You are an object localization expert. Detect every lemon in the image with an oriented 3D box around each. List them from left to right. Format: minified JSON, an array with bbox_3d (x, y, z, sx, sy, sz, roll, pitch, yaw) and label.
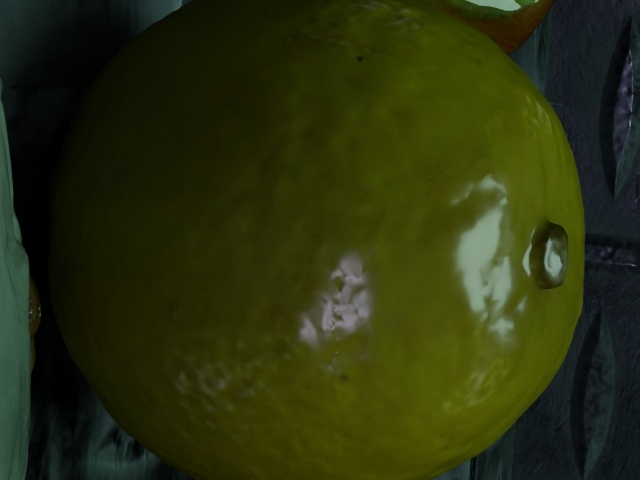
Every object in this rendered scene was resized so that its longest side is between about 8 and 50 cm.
[{"bbox_3d":[0.000,0.000,1.038,0.348,0.348,0.347,7,90,-74],"label":"lemon"}]

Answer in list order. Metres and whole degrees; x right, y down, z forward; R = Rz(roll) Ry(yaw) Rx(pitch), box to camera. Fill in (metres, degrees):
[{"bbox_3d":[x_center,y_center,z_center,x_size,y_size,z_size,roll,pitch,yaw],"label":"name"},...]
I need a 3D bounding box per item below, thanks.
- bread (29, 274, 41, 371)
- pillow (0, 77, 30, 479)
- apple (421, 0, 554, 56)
[{"bbox_3d":[-0.185,0.051,0.930,0.081,0.046,0.083,48,52,-66],"label":"bread"},{"bbox_3d":[-0.211,0.010,0.668,0.310,0.138,0.283,-19,106,-74],"label":"pillow"},{"bbox_3d":[0.070,-0.240,1.326,0.226,0.246,0.246,20,78,-68],"label":"apple"}]
